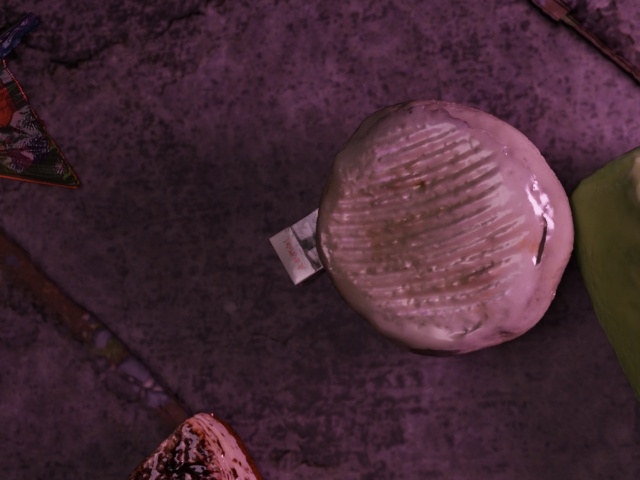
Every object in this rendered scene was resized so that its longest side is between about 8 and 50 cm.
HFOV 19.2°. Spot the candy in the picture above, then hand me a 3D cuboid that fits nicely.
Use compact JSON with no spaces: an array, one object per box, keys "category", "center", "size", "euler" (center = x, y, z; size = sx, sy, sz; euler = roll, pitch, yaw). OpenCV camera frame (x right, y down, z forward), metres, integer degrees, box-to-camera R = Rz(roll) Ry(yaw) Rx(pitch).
[{"category":"candy","center":[0.333,0.080,1.656],"size":[0.142,0.132,0.343],"euler":[-40,69,54]}]

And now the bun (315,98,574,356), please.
[{"category":"bun","center":[0.116,-0.009,1.708],"size":[0.239,0.141,0.239],"euler":[5,101,26]}]

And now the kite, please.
[{"category":"kite","center":[-0.373,-0.148,1.933],"size":[0.234,0.016,0.321],"euler":[-36,77,11]}]

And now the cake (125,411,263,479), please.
[{"category":"cake","center":[-0.177,0.250,1.799],"size":[0.246,0.112,0.135],"euler":[-18,78,18]}]

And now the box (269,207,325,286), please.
[{"category":"box","center":[0.000,0.000,1.807],"size":[0.083,0.024,0.054],"euler":[-32,79,12]}]
